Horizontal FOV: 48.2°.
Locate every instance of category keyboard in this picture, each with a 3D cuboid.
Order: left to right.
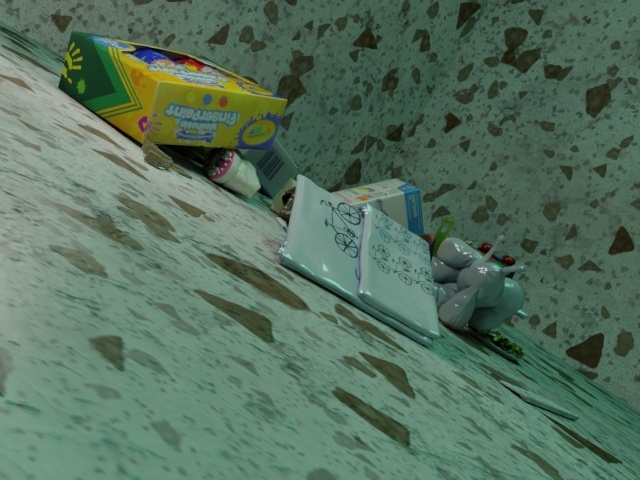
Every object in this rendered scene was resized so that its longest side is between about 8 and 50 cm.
[{"bbox_3d":[0.458,0.332,1.485,0.256,0.014,0.072,27,6,-44],"label":"keyboard"}]

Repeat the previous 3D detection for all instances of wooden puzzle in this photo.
[{"bbox_3d":[-0.318,-0.157,1.612,0.049,0.006,0.083,34,6,29],"label":"wooden puzzle"}]

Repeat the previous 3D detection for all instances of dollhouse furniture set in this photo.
[{"bbox_3d":[-0.075,-0.069,2.119,0.144,0.123,0.151,32,-30,-1],"label":"dollhouse furniture set"}]

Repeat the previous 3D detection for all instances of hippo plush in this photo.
[{"bbox_3d":[0.432,0.117,1.928,0.236,0.294,0.234,26,29,-44],"label":"hippo plush"}]

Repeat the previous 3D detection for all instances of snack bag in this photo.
[{"bbox_3d":[0.081,0.019,1.381,0.342,0.037,0.323,30,31,-14],"label":"snack bag"}]

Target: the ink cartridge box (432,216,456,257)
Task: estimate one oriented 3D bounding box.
[{"bbox_3d":[0.299,0.019,2.208,0.097,0.255,0.189,31,4,-2],"label":"ink cartridge box"}]

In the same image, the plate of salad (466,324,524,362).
[{"bbox_3d":[0.498,0.282,2.035,0.199,0.048,0.200,32,6,-3],"label":"plate of salad"}]

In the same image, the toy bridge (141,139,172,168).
[{"bbox_3d":[-0.350,-0.181,1.539,0.063,0.026,0.188,33,4,-21],"label":"toy bridge"}]

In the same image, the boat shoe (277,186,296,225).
[{"bbox_3d":[-0.071,-0.112,1.980,0.073,0.073,0.207,16,31,-2],"label":"boat shoe"}]

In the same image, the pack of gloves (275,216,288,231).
[{"bbox_3d":[0.000,0.000,1.790,0.195,0.046,0.232,29,6,-21],"label":"pack of gloves"}]

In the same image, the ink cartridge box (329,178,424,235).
[{"bbox_3d":[0.156,-0.065,2.077,0.232,0.168,0.171,-14,20,-16],"label":"ink cartridge box"}]

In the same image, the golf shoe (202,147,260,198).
[{"bbox_3d":[-0.242,-0.194,1.958,0.140,0.115,0.306,39,10,-23],"label":"golf shoe"}]

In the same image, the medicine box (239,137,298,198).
[{"bbox_3d":[-0.260,-0.315,2.409,0.289,0.149,0.263,34,-9,34],"label":"medicine box"}]

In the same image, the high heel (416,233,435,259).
[{"bbox_3d":[0.130,0.025,1.526,0.127,0.181,0.377,34,5,25],"label":"high heel"}]

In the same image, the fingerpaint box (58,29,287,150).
[{"bbox_3d":[-0.372,-0.383,1.857,0.371,0.163,0.444,33,23,32],"label":"fingerpaint box"}]

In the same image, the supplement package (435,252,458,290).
[{"bbox_3d":[0.427,0.161,2.237,0.261,0.145,0.204,31,5,3],"label":"supplement package"}]

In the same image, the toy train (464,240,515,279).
[{"bbox_3d":[0.471,0.053,2.224,0.143,0.105,0.248,9,20,-44],"label":"toy train"}]

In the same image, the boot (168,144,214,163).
[{"bbox_3d":[-0.340,-0.286,2.152,0.112,0.115,0.305,30,1,28],"label":"boot"}]
